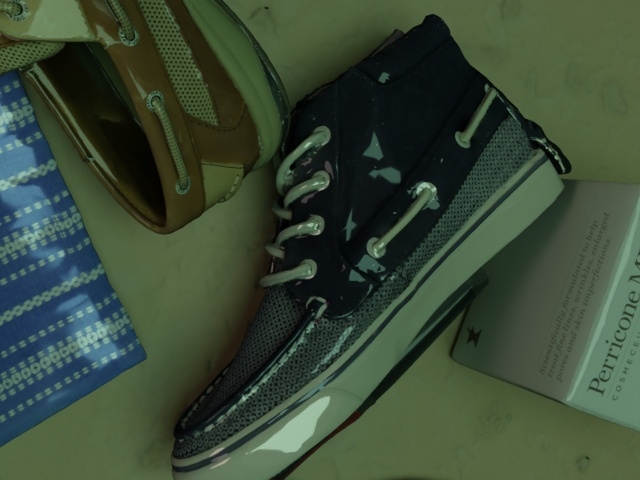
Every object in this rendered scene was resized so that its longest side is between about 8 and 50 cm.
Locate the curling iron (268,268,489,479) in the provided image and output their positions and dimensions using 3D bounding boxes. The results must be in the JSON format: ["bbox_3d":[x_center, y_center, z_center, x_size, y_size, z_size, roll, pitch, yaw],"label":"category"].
[{"bbox_3d":[0.025,0.123,0.708,0.068,0.035,0.274,44,80,-24],"label":"curling iron"}]

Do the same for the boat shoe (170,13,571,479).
[{"bbox_3d":[0.000,0.000,0.648,0.340,0.127,0.158,-43,103,-20],"label":"boat shoe"}]

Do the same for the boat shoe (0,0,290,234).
[{"bbox_3d":[-0.140,-0.138,0.537,0.324,0.122,0.120,52,55,-25],"label":"boat shoe"}]

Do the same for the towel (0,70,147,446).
[{"bbox_3d":[-0.250,-0.024,0.537,0.243,0.040,0.336,-31,108,-37],"label":"towel"}]

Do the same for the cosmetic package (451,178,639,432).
[{"bbox_3d":[0.225,0.056,0.716,0.184,0.151,0.151,21,87,-22],"label":"cosmetic package"}]
